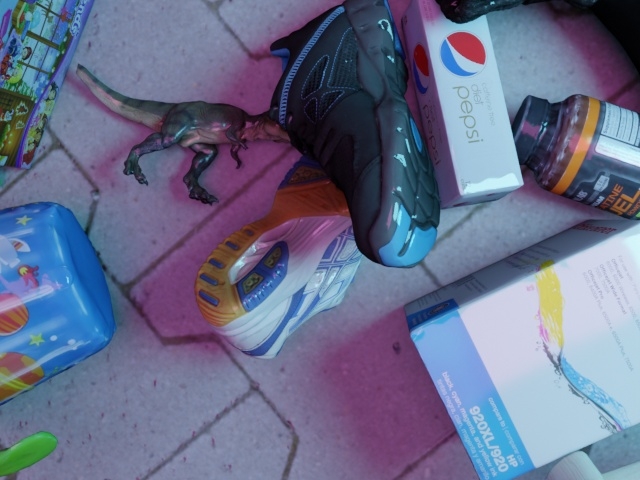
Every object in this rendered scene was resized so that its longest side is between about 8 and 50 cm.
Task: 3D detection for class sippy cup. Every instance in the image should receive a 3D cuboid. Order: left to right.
[{"bbox_3d":[-0.345,0.069,0.795,0.224,0.240,0.305,-21,99,-6],"label":"sippy cup"}]

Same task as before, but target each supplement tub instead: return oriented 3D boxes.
[{"bbox_3d":[0.292,-0.084,0.782,0.198,0.106,0.106,20,94,5],"label":"supplement tub"}]

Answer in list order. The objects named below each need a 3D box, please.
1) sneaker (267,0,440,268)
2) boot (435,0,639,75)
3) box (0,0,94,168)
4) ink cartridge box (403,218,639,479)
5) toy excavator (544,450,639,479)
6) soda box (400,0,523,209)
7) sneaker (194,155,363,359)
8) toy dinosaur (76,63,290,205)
[{"bbox_3d":[0.028,-0.101,0.741,0.139,0.125,0.341,-17,47,12],"label":"sneaker"},{"bbox_3d":[0.248,-0.235,0.720,0.260,0.131,0.348,-16,76,-21],"label":"boot"},{"bbox_3d":[-0.315,-0.222,0.781,0.057,0.201,0.293,23,94,4],"label":"box"},{"bbox_3d":[0.224,0.100,0.761,0.232,0.171,0.168,-26,90,6],"label":"ink cartridge box"},{"bbox_3d":[0.478,0.243,0.671,0.445,0.222,0.433,43,99,-9],"label":"toy excavator"},{"bbox_3d":[0.142,-0.147,0.787,0.069,0.074,0.216,-10,82,-9],"label":"soda box"},{"bbox_3d":[0.000,0.000,0.822,0.296,0.131,0.112,-41,49,-12],"label":"sneaker"},{"bbox_3d":[-0.153,-0.111,0.843,0.268,0.064,0.118,12,79,5],"label":"toy dinosaur"}]
